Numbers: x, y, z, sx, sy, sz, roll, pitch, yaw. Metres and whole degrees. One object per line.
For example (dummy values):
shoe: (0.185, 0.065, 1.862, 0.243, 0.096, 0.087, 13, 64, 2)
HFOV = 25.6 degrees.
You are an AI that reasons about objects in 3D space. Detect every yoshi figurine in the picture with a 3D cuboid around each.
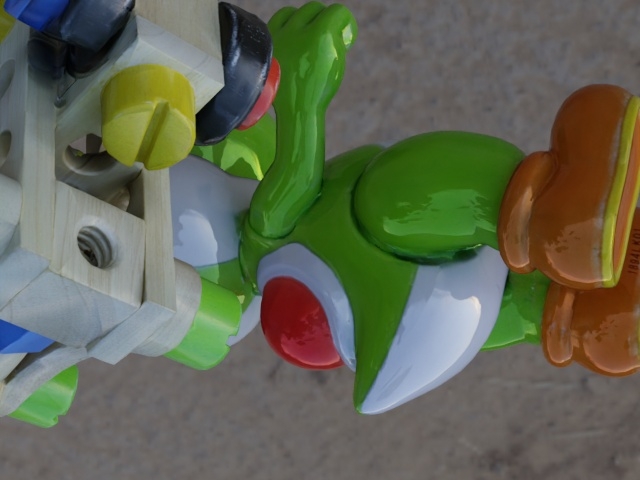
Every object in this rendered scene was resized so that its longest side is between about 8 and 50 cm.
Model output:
yoshi figurine: (0.004, -0.026, 0.782, 0.362, 0.203, 0.203, 1, 97, 23)

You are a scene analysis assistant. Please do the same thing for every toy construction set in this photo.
toy construction set: (-0.122, -0.055, 0.523, 0.151, 0.327, 0.215, 13, 137, -43)
